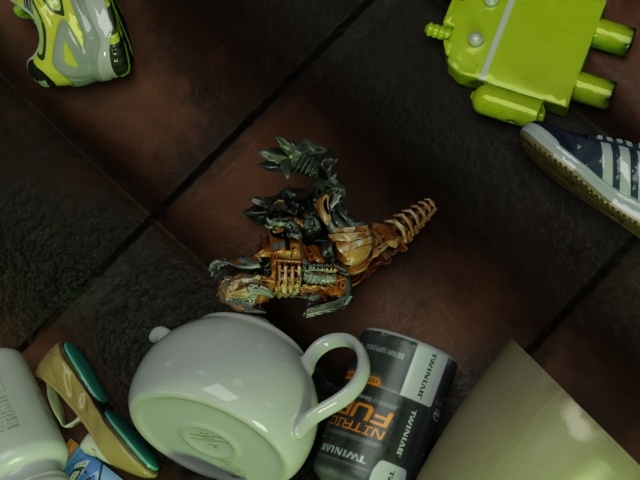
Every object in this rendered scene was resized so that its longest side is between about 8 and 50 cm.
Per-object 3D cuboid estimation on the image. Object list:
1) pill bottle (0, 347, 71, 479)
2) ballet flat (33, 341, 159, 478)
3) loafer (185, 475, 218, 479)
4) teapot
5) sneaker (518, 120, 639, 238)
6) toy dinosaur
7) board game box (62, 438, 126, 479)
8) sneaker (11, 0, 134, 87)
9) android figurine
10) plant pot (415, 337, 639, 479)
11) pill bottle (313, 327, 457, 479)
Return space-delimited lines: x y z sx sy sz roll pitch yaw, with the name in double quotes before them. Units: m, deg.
"pill bottle" -0.395 0.261 1.640 0.131 0.131 0.229 -32 62 -2
"ballet flat" -0.296 0.236 1.691 0.073 0.080 0.232 -42 65 4
"loafer" -0.078 0.353 1.628 0.220 0.078 0.080 29 85 -4
"teapot" -0.100 0.175 1.609 0.256 0.252 0.187 28 56 -4
"sneaker" 0.407 -0.106 1.678 0.282 0.099 0.153 36 87 7
"toy dinosaur" 0.000 0.000 1.667 0.164 0.322 0.218 -52 57 33
"board game box" -0.353 0.412 1.669 0.145 0.027 0.281 35 82 13
"sneaker" -0.383 -0.396 1.830 0.147 0.145 0.384 -18 72 1
"android figurine" 0.281 -0.275 1.764 0.273 0.056 0.248 22 79 10
"plant pot" 0.220 0.301 1.533 0.274 0.256 0.256 -45 75 3
"pill bottle" 0.072 0.243 1.610 0.131 0.130 0.245 18 79 11
